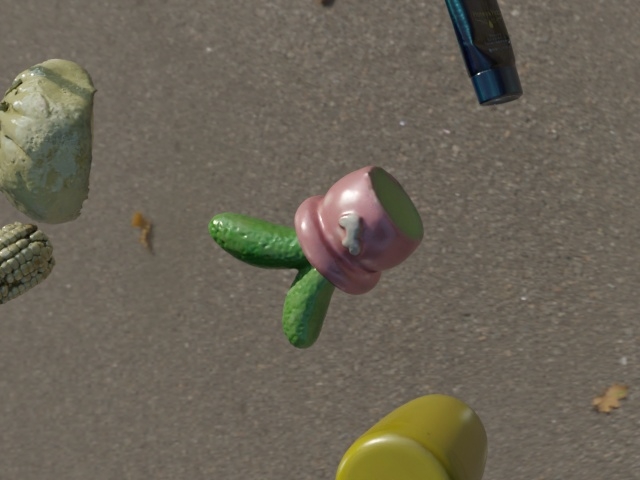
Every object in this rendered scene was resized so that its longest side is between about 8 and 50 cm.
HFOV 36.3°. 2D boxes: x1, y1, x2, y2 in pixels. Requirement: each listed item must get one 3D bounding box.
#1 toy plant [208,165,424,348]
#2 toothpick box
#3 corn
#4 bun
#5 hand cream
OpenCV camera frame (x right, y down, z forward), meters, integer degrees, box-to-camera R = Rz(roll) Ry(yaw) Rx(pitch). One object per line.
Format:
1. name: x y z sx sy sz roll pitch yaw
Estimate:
1. toy plant: 0.003 -0.002 1.858 0.356 0.210 0.317 -34 93 32
2. toothpick box: 0.142 0.313 1.358 0.175 0.271 0.175 3 98 21
3. corn: -0.415 0.049 1.184 0.087 0.211 0.087 19 126 28
4. bun: -0.436 -0.149 1.517 0.259 0.152 0.259 -174 90 -67
5. hand cream: 0.230 -0.336 1.459 0.061 0.120 0.271 -22 83 48
